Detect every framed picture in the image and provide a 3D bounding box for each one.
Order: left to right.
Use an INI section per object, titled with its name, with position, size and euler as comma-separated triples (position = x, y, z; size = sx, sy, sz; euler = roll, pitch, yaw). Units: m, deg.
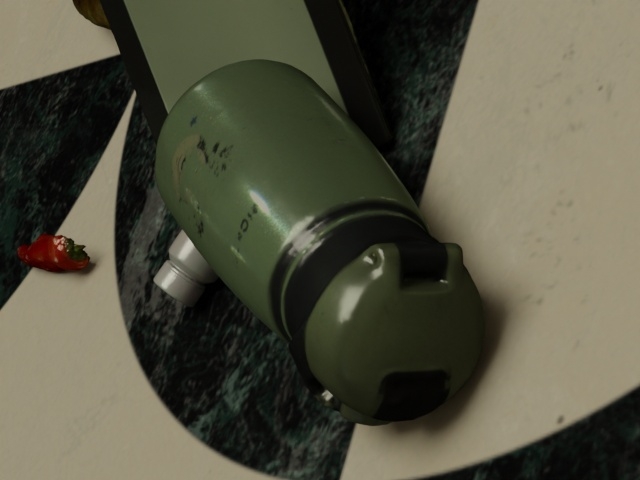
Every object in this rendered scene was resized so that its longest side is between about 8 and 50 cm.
[framed picture]
position = -0.093, -0.207, 1.492
size = 0.265, 0.016, 0.347
euler = -22, 89, 40

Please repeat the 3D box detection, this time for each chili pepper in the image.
[chili pepper]
position = -0.285, 0.014, 1.724
size = 0.178, 0.045, 0.027
euler = 2, 56, 57

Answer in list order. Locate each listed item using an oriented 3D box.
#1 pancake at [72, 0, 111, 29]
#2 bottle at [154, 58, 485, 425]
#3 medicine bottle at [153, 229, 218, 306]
[pancake]
position = -0.155, -0.360, 1.802
size = 0.305, 0.067, 0.426
euler = -59, 26, -4
[bottle]
position = 0.000, 0.002, 1.290
size = 0.168, 0.168, 0.347
euler = -50, 41, 10
[medicine bottle]
position = -0.108, 0.012, 1.502
size = 0.089, 0.052, 0.052
euler = -56, 35, 2
